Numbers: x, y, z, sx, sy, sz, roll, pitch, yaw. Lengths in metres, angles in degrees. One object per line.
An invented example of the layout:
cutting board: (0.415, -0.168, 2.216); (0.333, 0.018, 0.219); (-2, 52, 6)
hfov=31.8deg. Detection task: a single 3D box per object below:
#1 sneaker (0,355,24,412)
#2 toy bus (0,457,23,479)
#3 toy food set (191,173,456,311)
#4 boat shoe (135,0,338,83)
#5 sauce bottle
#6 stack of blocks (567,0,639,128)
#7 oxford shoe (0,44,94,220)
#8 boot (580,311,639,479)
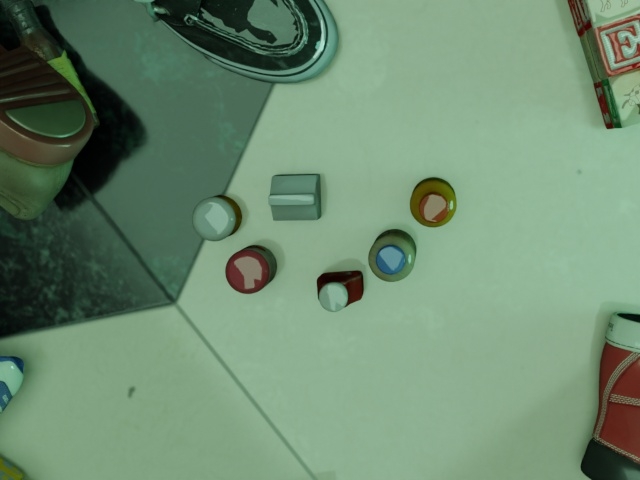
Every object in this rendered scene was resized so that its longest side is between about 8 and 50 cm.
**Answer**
sneaker: (-0.395, 0.058, 1.022); (0.131, 0.112, 0.296); (-43, 92, -10)
toy bus: (-0.366, 0.363, 1.030); (0.130, 0.108, 0.333); (35, 98, 1)
toy food set: (0.000, 0.000, 0.961); (0.232, 0.104, 0.111); (0, 95, 6)
boat shoe: (-0.121, -0.241, 0.951); (0.306, 0.105, 0.113); (40, 98, 1)
sauce bottle: (-0.241, -0.153, 1.004); (0.042, 0.042, 0.128); (-24, 93, 7)
stack of blocks: (0.360, -0.215, 0.914); (0.297, 0.087, 0.171); (-16, 93, 7)
oxford shoe: (-0.354, -0.153, 0.979); (0.348, 0.123, 0.130); (44, 129, 14)
boot: (0.353, 0.169, 0.954); (0.244, 0.088, 0.176); (10, 97, 13)
